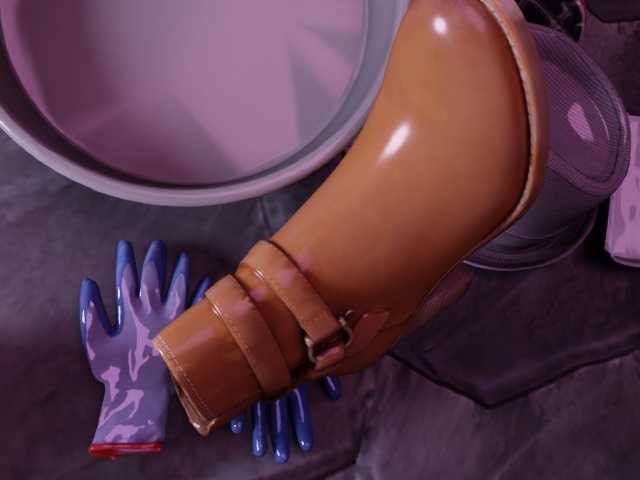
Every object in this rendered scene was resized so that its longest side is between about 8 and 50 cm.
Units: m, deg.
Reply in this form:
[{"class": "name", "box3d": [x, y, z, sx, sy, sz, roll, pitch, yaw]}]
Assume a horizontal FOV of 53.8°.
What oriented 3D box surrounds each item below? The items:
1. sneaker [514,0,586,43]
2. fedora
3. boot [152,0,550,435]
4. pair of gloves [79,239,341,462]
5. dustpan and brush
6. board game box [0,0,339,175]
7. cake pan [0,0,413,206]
[{"class": "sneaker", "box3d": [0.183, -0.314, 0.654, 0.279, 0.107, 0.118, 47, 58, -1]}, {"class": "fedora", "box3d": [0.164, -0.106, 0.562, 0.275, 0.124, 0.243, 40, 63, -4]}, {"class": "boot", "box3d": [0.000, 0.000, 0.369, 0.220, 0.283, 0.109, -25, 61, -21]}, {"class": "pair of gloves", "box3d": [-0.076, 0.080, 0.465, 0.198, 0.023, 0.159, 9, 68, -22]}, {"class": "dustpan and brush", "box3d": [0.380, -0.034, 0.626, 0.211, 0.060, 0.147, 10, 82, 1]}, {"class": "board game box", "box3d": [-0.079, -0.248, 0.487, 0.233, 0.078, 0.347, 39, 82, -4]}, {"class": "cake pan", "box3d": [-0.086, -0.165, 0.414, 0.293, 0.054, 0.293, 0, 87, -8]}]
